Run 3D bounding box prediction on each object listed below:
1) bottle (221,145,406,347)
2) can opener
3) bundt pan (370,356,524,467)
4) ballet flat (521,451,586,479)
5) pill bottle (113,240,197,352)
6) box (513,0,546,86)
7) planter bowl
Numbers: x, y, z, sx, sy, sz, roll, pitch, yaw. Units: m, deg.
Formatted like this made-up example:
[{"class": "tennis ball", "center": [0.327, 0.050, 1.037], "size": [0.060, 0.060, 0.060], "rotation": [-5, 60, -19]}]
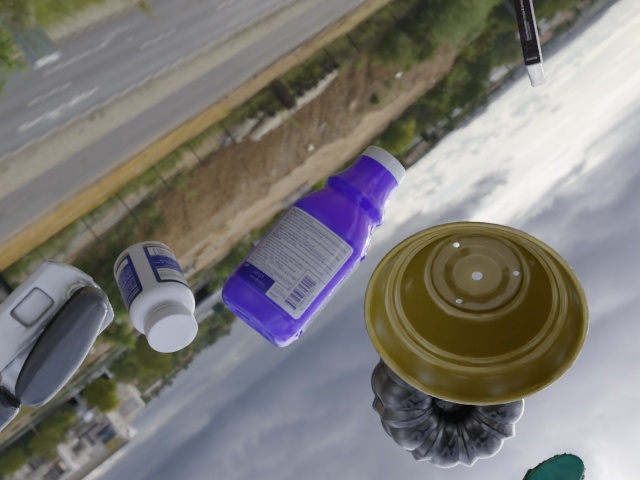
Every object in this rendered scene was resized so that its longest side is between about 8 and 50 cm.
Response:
[{"class": "bottle", "center": [0.000, 0.000, 1.084], "size": [0.283, 0.118, 0.092], "rotation": [-50, 168, -14]}, {"class": "can opener", "center": [-0.280, 0.134, 0.668], "size": [0.283, 0.076, 0.095], "rotation": [-46, -162, -3]}, {"class": "bundt pan", "center": [0.269, 0.321, 1.732], "size": [0.331, 0.331, 0.124], "rotation": [-38, -173, 6]}, {"class": "ballet flat", "center": [0.379, 0.469, 1.496], "size": [0.241, 0.091, 0.077], "rotation": [-33, 146, -27]}, {"class": "pill bottle", "center": [-0.276, 0.097, 1.432], "size": [0.112, 0.186, 0.112], "rotation": [-15, 133, -17]}, {"class": "box", "center": [0.338, -0.344, 1.372], "size": [0.029, 0.162, 0.116], "rotation": [-9, 171, 18]}, {"class": "planter bowl", "center": [0.158, 0.056, 0.860], "size": [0.217, 0.217, 0.090], "rotation": [-38, -165, 29]}]
